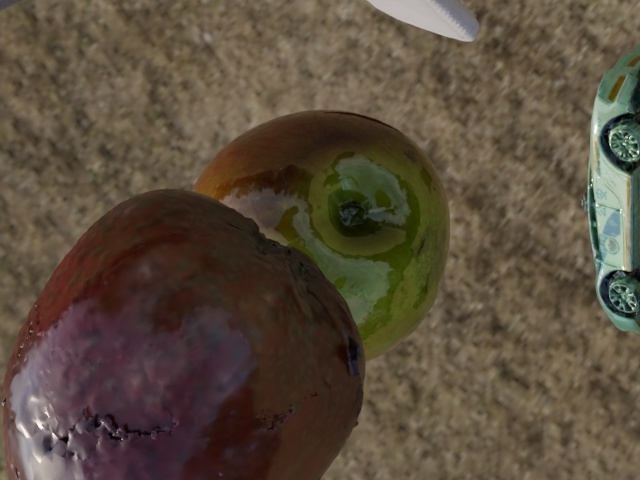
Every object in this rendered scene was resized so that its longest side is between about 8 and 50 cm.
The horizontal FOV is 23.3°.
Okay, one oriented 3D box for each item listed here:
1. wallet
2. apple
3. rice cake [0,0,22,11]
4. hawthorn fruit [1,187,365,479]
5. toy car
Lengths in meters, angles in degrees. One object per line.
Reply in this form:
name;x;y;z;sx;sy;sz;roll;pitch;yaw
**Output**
wallet;0.077;-0.238;1.472;0.124;0.183;0.032;23;90;28
apple;0.000;0.000;1.108;0.196;0.196;0.196;16;127;23
rice cake;-0.147;-0.134;0.727;0.049;0.270;0.055;67;168;-24
hawthorn fruit;-0.092;0.088;0.781;0.181;0.181;0.235;43;88;2
toy car;0.188;-0.028;0.930;0.058;0.093;0.186;17;129;33
